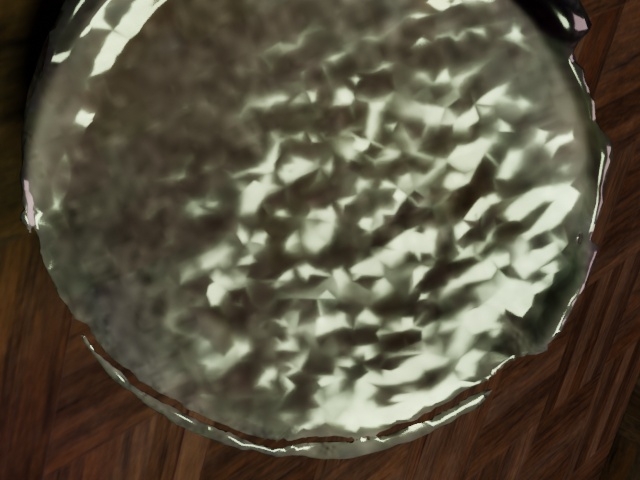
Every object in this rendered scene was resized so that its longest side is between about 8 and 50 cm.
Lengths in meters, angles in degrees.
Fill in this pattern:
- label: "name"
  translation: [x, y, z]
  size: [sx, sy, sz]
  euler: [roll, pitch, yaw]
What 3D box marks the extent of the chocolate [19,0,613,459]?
- label: "chocolate"
  translation: [-0.001, -0.058, 0.870]
  size: [0.213, 0.303, 0.303]
  euler: [-88, -164, -71]
